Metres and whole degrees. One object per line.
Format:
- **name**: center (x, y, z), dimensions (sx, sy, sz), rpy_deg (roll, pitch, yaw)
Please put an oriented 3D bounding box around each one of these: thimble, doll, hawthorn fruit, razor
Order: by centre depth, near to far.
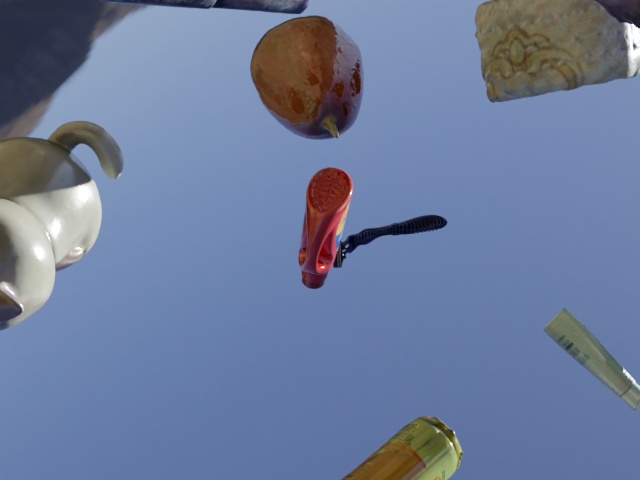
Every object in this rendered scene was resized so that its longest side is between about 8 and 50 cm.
- **razor**: center (0.083, -0.009, 1.502), dimensions (0.155, 0.044, 0.028), rpy_deg (-16, -144, -15)
- **doll**: center (-0.445, -0.011, 1.718), dimensions (0.226, 0.215, 0.370), rpy_deg (-51, -172, 39)
- **hawthorn fruit**: center (-0.009, -0.245, 1.990), dimensions (0.199, 0.199, 0.251), rpy_deg (-37, -134, 20)
- **thimble**: center (0.424, -0.363, 2.173), dimensions (0.292, 0.195, 0.291), rpy_deg (-9, -174, 1)

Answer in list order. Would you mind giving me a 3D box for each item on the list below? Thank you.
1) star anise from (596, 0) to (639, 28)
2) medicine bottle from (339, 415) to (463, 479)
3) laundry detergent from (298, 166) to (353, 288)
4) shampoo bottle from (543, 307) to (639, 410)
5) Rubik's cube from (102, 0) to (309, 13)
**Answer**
- **star anise**: center (0.521, -0.331, 1.728), dimensions (0.292, 0.349, 0.109), rpy_deg (-19, 140, -47)
- **medicine bottle**: center (0.134, 0.389, 2.030), dimensions (0.239, 0.124, 0.124), rpy_deg (-34, -168, -36)
- **laundry detergent**: center (0.000, 0.000, 1.394), dimensions (0.165, 0.049, 0.097), rpy_deg (100, 9, -46)
- **shampoo bottle**: center (0.439, 0.190, 1.926), dimensions (0.041, 0.190, 0.069), rpy_deg (-37, 167, -36)
- **Rubik's cube**: center (-0.183, -0.428, 1.263), dimensions (0.316, 0.318, 0.313), rpy_deg (26, -69, 32)
